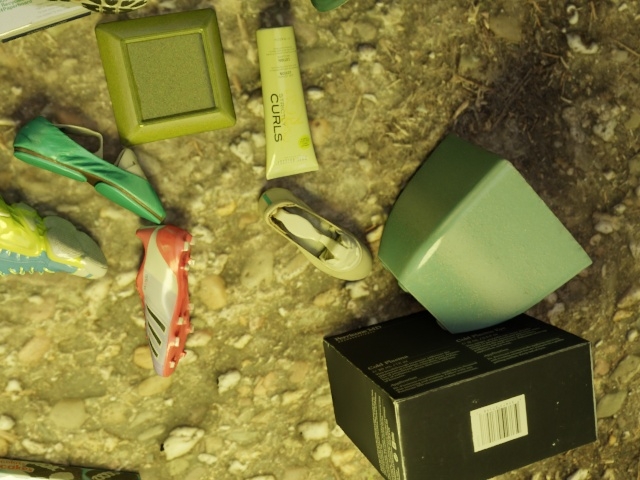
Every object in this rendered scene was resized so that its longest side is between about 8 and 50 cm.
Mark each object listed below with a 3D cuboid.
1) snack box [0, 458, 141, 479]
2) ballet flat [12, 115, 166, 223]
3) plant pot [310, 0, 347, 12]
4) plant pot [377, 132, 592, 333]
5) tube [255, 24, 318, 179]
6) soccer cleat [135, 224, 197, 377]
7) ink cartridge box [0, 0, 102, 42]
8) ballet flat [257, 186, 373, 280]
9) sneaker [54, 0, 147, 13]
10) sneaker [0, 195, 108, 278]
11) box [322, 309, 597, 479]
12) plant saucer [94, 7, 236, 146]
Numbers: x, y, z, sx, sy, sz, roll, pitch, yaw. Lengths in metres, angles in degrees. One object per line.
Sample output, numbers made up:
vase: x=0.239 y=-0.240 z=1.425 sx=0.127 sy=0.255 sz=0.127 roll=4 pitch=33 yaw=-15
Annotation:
snack box: x=-0.464 y=0.450 z=1.164 sx=0.322 sy=0.060 sz=0.187 roll=14 pitch=94 yaw=-21
ballet flat: x=-0.330 y=-0.113 z=1.103 sx=0.247 sy=0.083 sz=0.087 roll=28 pitch=76 yaw=-24
plant pot: x=-0.052 y=-0.542 z=0.972 sx=0.334 sy=0.341 sz=0.341 roll=25 pitch=91 yaw=-25
plant pot: x=0.244 y=0.007 z=1.248 sx=0.252 sy=0.248 sz=0.247 roll=-44 pitch=111 yaw=3
tube: x=-0.057 y=-0.224 z=1.192 sx=0.070 sy=0.062 sz=0.240 roll=1 pitch=108 yaw=21
soccer cleat: x=-0.255 y=0.096 z=1.176 sx=0.095 sy=0.083 sz=0.248 roll=9 pitch=103 yaw=9
ink cartridge box: x=-0.362 y=-0.488 z=1.029 sx=0.324 sy=0.071 sz=0.330 roll=-23 pitch=103 yaw=-15
ballet flat: x=0.000 y=0.000 z=1.237 sx=0.248 sy=0.086 sz=0.086 roll=33 pitch=88 yaw=-22
sneaker: x=-0.318 y=-0.356 z=0.994 sx=0.170 sy=0.068 sz=0.071 roll=9 pitch=89 yaw=-20
sneaker: x=-0.445 y=0.015 z=1.092 sx=0.240 sy=0.091 sz=0.126 roll=33 pitch=106 yaw=-22
box: x=0.222 y=0.246 z=1.236 sx=0.343 sy=0.312 sz=0.179 roll=-13 pitch=104 yaw=-16
plant saucer: x=-0.231 y=-0.252 z=1.129 sx=0.188 sy=0.045 sz=0.188 roll=-14 pitch=104 yaw=-17
